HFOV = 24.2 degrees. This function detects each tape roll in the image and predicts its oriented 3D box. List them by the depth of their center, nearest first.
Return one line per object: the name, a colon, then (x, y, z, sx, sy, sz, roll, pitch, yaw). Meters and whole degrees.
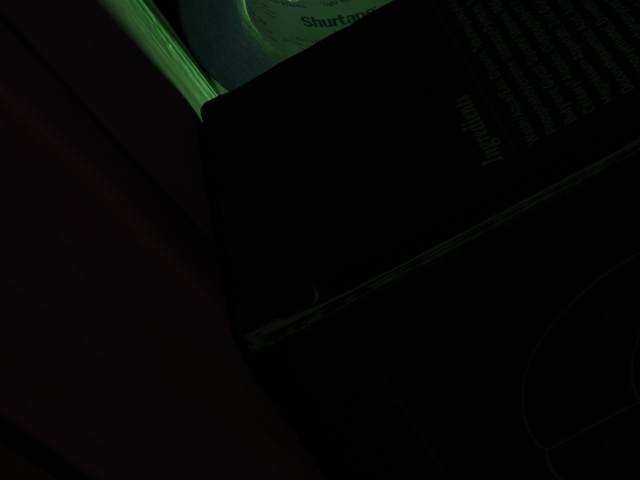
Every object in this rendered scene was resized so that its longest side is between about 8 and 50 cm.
tape roll: (0.022, -0.219, 1.074, 0.275, 0.274, 0.090, 54, 10, -48)

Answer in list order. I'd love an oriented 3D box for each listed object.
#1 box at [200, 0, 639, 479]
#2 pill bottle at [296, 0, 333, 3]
box: (0.251, 0.043, 0.928, 0.480, 0.471, 0.297, 58, 7, -31)
pill bottle: (0.032, -0.158, 1.412, 0.153, 0.153, 0.264, 62, 8, 2)
